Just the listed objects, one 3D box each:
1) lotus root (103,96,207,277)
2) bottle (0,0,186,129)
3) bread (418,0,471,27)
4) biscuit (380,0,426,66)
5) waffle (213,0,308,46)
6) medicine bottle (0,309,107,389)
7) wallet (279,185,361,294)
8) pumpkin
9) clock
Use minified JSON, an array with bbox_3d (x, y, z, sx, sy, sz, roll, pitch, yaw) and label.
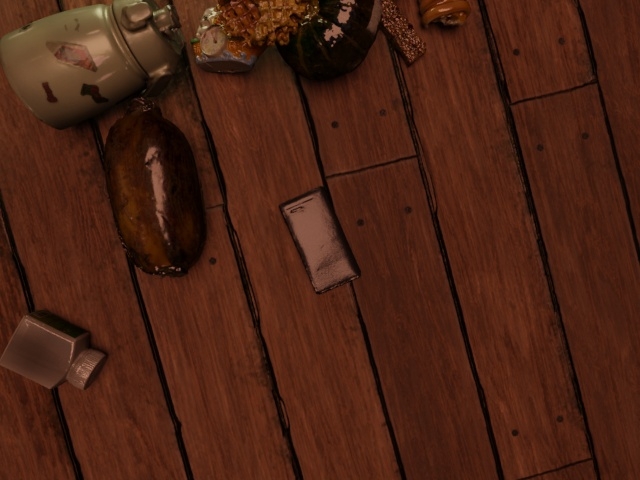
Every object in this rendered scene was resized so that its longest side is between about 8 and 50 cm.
[{"bbox_3d":[-0.364,-0.111,1.012,0.195,0.179,0.398,-8,92,-7],"label":"lotus root"},{"bbox_3d":[-0.453,-0.400,0.981,0.351,0.229,0.229,-23,92,2],"label":"bottle"},{"bbox_3d":[0.294,-0.595,1.111,0.119,0.084,0.177,-13,87,-5],"label":"bread"},{"bbox_3d":[0.182,-0.526,1.125,0.064,0.034,0.199,-39,93,-5],"label":"biscuit"},{"bbox_3d":[-0.121,-0.492,0.937,0.193,0.070,0.197,24,88,6],"label":"waffle"},{"bbox_3d":[-0.597,0.259,1.042,0.188,0.088,0.132,29,88,-4],"label":"medicine bottle"},{"bbox_3d":[0.000,0.000,1.119,0.124,0.025,0.244,-23,92,-4],"label":"wallet"},{"bbox_3d":[0.014,-0.488,1.043,0.260,0.189,0.260,-5,81,28],"label":"pumpkin"},{"bbox_3d":[-0.203,-0.464,1.042,0.230,0.103,0.144,8,91,24],"label":"clock"}]
